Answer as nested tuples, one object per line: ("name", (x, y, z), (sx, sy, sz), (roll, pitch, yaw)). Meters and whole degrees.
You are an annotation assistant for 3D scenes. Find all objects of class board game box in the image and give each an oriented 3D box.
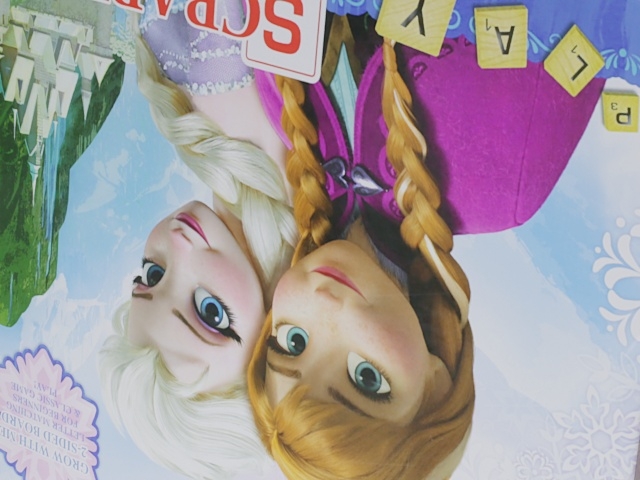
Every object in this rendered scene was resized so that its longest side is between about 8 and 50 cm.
("board game box", (0.000, 0.000, 0.746), (0.318, 0.066, 0.318), (18, 114, 34))
